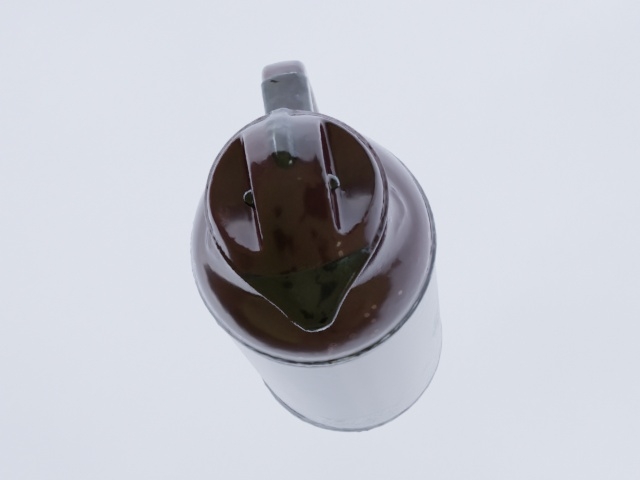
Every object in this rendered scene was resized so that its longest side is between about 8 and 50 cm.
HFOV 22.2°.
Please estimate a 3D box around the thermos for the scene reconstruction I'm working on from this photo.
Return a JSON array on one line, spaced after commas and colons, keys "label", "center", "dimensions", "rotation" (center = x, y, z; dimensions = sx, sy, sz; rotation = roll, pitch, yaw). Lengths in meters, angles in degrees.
[{"label": "thermos", "center": [0.007, 0.005, 0.783], "dimensions": [0.109, 0.330, 0.136], "rotation": [20, -101, 9]}]
